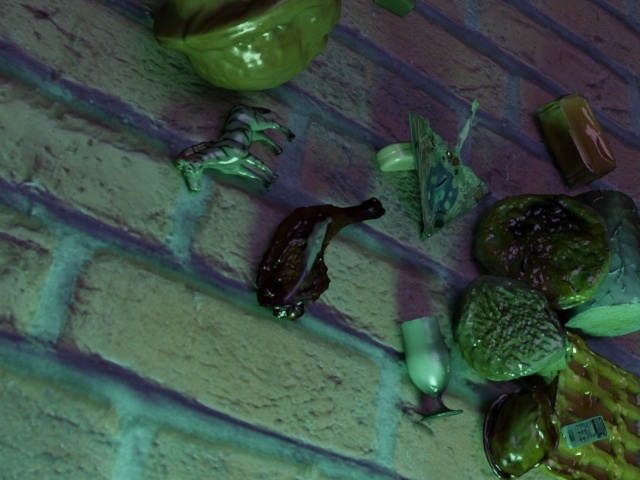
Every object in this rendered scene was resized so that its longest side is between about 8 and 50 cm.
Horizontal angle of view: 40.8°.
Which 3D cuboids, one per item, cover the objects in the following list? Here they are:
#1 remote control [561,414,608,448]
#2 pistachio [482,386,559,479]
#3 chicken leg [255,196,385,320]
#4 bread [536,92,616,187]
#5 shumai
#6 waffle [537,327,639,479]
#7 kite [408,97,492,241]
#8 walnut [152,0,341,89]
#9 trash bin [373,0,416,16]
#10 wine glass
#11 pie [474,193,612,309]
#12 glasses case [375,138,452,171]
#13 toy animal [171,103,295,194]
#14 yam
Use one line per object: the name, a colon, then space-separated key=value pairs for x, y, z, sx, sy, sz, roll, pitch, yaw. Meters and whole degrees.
remote control: x=0.571 y=0.413 z=1.862 sx=0.124 sy=0.018 sz=0.053 roll=-5 pitch=71 yaw=-31
pistachio: x=0.415 y=0.400 z=1.780 sx=0.165 sy=0.130 sz=0.210 roll=30 pitch=70 yaw=6
chicken leg: x=0.000 y=0.000 z=1.705 sx=0.158 sy=0.096 sz=0.407 roll=52 pitch=47 yaw=-9
bread: x=0.681 y=-0.267 z=2.302 sx=0.136 sy=0.107 sz=0.241 roll=-17 pitch=79 yaw=-37
shumai: x=0.403 y=0.216 z=1.866 sx=0.225 sy=0.222 sz=0.261 roll=-43 pitch=63 yaw=-14
waffle: x=0.611 y=0.408 z=1.948 sx=0.304 sy=0.077 sz=0.348 roll=30 pitch=55 yaw=-19
kite: x=0.296 y=-0.163 z=1.956 sx=0.406 sy=0.014 sz=0.368 roll=36 pitch=71 yaw=-45
walnut: x=-0.132 y=-0.474 z=1.693 sx=0.383 sy=0.383 sz=0.383 roll=15 pitch=60 yaw=-29
trash bin: x=0.186 y=-0.603 z=2.146 sx=0.092 sy=0.061 sz=0.043 roll=22 pitch=57 yaw=-28
wine glass: x=0.220 y=0.256 z=1.735 sx=0.093 sy=0.093 sz=0.202 roll=2 pitch=67 yaw=-35
pie: x=0.517 y=0.006 z=1.976 sx=0.323 sy=0.070 sz=0.323 roll=-4 pitch=58 yaw=6
glasses case: x=0.214 y=-0.194 z=1.953 sx=0.196 sy=0.083 sz=0.050 roll=-8 pitch=75 yaw=-36
toy animal: x=-0.152 y=-0.166 z=1.681 sx=0.170 sy=0.090 sz=0.255 roll=44 pitch=48 yaw=-5
yam: x=0.685 y=0.066 z=2.077 sx=0.241 sy=0.241 sz=0.348 roll=23 pitch=54 yaw=-25
